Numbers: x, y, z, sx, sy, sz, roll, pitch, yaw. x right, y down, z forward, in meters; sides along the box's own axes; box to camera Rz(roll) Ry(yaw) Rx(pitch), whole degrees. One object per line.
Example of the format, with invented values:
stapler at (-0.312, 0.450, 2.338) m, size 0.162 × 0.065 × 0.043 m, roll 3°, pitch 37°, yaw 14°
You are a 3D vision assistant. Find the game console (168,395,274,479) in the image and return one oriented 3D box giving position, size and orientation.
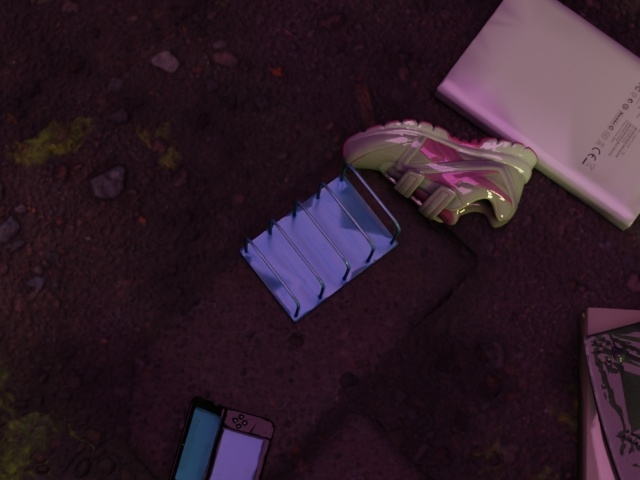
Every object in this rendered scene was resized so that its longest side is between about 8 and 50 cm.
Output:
game console at (-0.120, 0.264, 1.580) m, size 0.107 × 0.071 × 0.122 m, roll 16°, pitch 78°, yaw 0°

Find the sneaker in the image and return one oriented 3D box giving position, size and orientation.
sneaker at (0.148, -0.081, 1.654) m, size 0.252 × 0.103 × 0.111 m, roll 9°, pitch 76°, yaw -1°

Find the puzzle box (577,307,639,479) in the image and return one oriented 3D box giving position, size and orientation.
puzzle box at (0.457, 0.294, 1.619) m, size 0.272 × 0.052 × 0.409 m, roll 4°, pitch 78°, yaw -3°

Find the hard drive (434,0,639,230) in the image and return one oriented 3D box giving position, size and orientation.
hard drive at (0.334, -0.183, 1.718) m, size 0.307 × 0.040 × 0.203 m, roll 36°, pitch 78°, yaw 5°

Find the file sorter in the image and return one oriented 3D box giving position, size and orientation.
file sorter at (0.000, 0.000, 1.627) m, size 0.170 × 0.104 × 0.118 m, roll -37°, pitch 82°, yaw -10°

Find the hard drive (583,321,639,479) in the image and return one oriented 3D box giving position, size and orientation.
hard drive at (0.424, 0.223, 1.578) m, size 0.172 × 0.054 × 0.254 m, roll -14°, pitch 79°, yaw -6°
